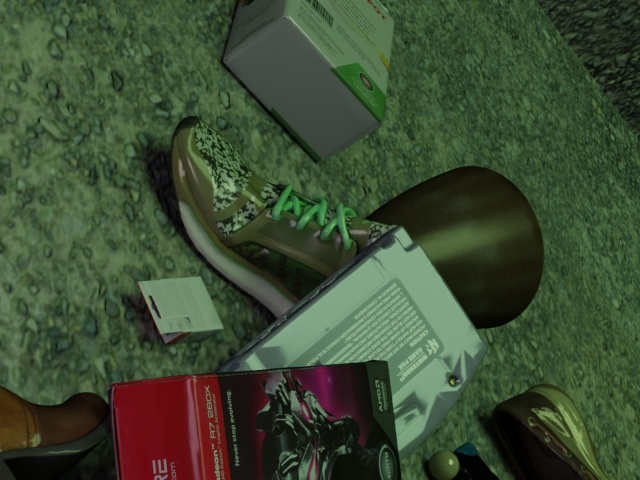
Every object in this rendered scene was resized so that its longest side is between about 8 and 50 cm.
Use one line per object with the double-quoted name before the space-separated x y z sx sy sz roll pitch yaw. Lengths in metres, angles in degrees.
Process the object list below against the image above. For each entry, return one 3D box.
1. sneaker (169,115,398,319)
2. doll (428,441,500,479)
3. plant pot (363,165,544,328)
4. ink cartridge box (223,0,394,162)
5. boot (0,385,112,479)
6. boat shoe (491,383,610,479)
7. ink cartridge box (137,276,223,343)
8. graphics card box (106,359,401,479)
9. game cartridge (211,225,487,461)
"sneaker" 0.000 0.000 1.820 0.410 0.182 0.158 49 27 -16
"doll" 0.201 0.310 1.991 0.189 0.046 0.129 39 30 -34
"plant pot" 0.128 0.026 2.034 0.230 0.215 0.215 -12 71 -47
"ink cartridge box" -0.009 -0.271 2.181 0.201 0.117 0.278 46 28 -24
"boot" -0.313 0.093 1.312 0.280 0.096 0.264 52 32 5
"boat shoe" 0.329 0.353 2.109 0.123 0.123 0.342 -11 70 -48
"ink cartridge box" -0.151 0.072 1.651 0.115 0.029 0.063 -2 63 -60
"graphics card box" -0.042 0.231 1.458 0.371 0.094 0.233 6 76 -63
"game cartridge" 0.034 0.144 1.694 0.294 0.060 0.196 -38 96 -26
